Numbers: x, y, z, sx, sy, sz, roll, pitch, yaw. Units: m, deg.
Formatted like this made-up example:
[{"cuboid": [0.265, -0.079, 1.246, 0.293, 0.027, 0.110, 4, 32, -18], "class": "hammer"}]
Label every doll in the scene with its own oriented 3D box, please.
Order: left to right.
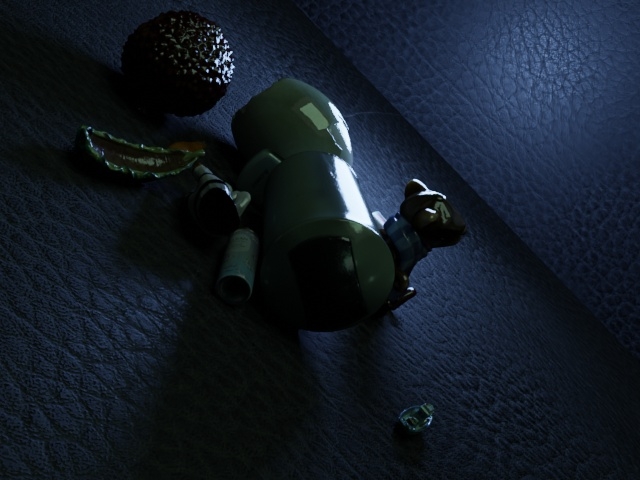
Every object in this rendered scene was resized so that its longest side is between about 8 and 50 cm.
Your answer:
[{"cuboid": [0.229, 0.027, 2.067, 0.209, 0.340, 0.318, 34, 13, -17], "class": "doll"}]

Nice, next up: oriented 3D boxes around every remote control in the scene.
[{"cuboid": [-0.067, -0.104, 1.995, 0.296, 0.140, 0.056, 37, 20, -20], "class": "remote control"}]

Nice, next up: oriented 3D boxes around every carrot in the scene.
[{"cuboid": [-0.312, -0.212, 1.877, 0.061, 0.061, 0.257, 43, 20, -5], "class": "carrot"}]

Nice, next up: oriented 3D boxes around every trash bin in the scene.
[{"cuboid": [0.000, 0.000, 1.768, 0.280, 0.280, 0.432, 34, 22, -24], "class": "trash bin"}]

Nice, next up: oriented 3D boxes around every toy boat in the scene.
[{"cuboid": [-0.377, -0.168, 1.645, 0.293, 0.099, 0.108, 5, 44, -46], "class": "toy boat"}, {"cuboid": [0.213, 0.384, 1.734, 0.059, 0.066, 0.140, 49, 22, 20], "class": "toy boat"}]

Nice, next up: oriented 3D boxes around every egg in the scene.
[{"cuboid": [-0.060, -0.260, 2.097, 0.336, 0.278, 0.278, 45, 22, -7], "class": "egg"}]

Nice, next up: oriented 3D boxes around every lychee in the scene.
[{"cuboid": [-0.350, -0.418, 1.937, 0.264, 0.300, 0.264, 33, -17, 11], "class": "lychee"}]

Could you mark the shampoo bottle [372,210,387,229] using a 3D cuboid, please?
[{"cuboid": [0.188, -0.040, 2.442, 0.099, 0.043, 0.072, 50, 23, 12], "class": "shampoo bottle"}]

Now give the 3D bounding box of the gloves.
[{"cuboid": [-0.234, -0.079, 1.725, 0.140, 0.131, 0.218, 34, -6, -21], "class": "gloves"}]

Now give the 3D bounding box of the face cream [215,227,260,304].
[{"cuboid": [-0.168, 0.042, 1.662, 0.075, 0.075, 0.229, 37, 23, -18], "class": "face cream"}]
